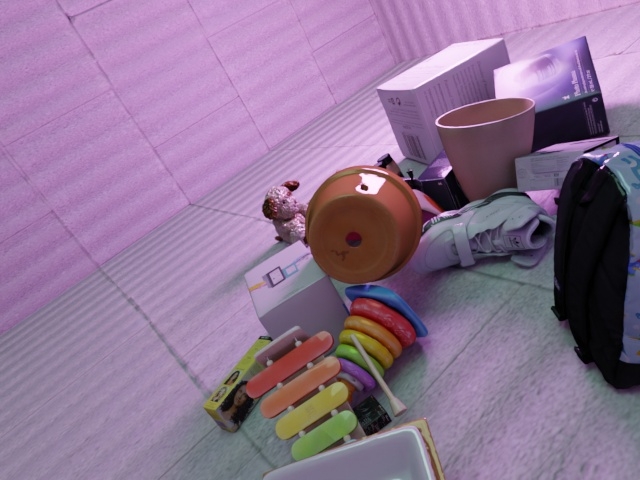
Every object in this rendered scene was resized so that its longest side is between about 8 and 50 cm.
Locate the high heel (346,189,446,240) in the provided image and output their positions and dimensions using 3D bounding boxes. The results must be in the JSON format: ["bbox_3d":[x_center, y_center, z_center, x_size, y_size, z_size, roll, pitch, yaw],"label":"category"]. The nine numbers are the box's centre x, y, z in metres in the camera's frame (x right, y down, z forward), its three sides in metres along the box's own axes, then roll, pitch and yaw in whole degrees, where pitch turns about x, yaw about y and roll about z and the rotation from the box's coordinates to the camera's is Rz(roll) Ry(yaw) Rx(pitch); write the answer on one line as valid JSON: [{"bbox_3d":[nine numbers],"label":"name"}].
[{"bbox_3d":[0.220,-0.053,1.346,0.181,0.377,0.127,-53,44,24],"label":"high heel"}]

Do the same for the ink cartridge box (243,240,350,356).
[{"bbox_3d":[-0.058,0.164,1.273,0.197,0.198,0.270,-32,24,-5],"label":"ink cartridge box"}]

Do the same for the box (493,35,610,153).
[{"bbox_3d":[0.736,-0.457,1.550,0.294,0.183,0.296,-15,48,31],"label":"box"}]

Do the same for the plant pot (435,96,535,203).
[{"bbox_3d":[0.474,-0.226,1.334,0.256,0.274,0.256,-14,23,6],"label":"plant pot"}]

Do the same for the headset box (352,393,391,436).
[{"bbox_3d":[0.089,0.356,0.949,0.083,0.032,0.062,-32,25,-10],"label":"headset box"}]

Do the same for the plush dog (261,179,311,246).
[{"bbox_3d":[-0.131,-0.107,1.829,0.210,0.225,0.262,-12,30,31],"label":"plush dog"}]

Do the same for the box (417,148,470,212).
[{"bbox_3d":[0.411,-0.183,1.492,0.108,0.153,0.207,1,38,48],"label":"box"}]

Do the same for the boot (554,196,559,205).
[{"bbox_3d":[0.710,-0.106,1.116,0.263,0.091,0.229,-15,22,16],"label":"boot"}]

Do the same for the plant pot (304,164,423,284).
[{"bbox_3d":[0.092,-0.023,1.109,0.290,0.291,0.203,-22,8,15],"label":"plant pot"}]

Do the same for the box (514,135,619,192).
[{"bbox_3d":[0.646,-0.201,1.240,0.290,0.087,0.169,-20,13,-41],"label":"box"}]

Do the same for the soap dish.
[{"bbox_3d":[0.059,0.421,0.698,0.290,0.118,0.229,-24,44,11],"label":"soap dish"}]

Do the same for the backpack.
[{"bbox_3d":[0.510,0.009,0.785,0.273,0.356,0.290,-20,25,17],"label":"backpack"}]

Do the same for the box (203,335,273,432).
[{"bbox_3d":[-0.179,0.349,1.183,0.058,0.087,0.232,-7,34,43],"label":"box"}]

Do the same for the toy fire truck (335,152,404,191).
[{"bbox_3d":[0.165,-0.227,1.866,0.246,0.158,0.217,-20,24,46],"label":"toy fire truck"}]

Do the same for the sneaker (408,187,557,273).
[{"bbox_3d":[0.402,-0.005,1.179,0.365,0.137,0.210,-27,22,-3],"label":"sneaker"}]

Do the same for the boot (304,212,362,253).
[{"bbox_3d":[0.000,0.000,1.492,0.338,0.223,0.118,-18,27,21],"label":"boot"}]

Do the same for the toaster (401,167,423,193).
[{"bbox_3d":[0.230,-0.109,1.467,0.129,0.227,0.146,-15,17,-26],"label":"toaster"}]

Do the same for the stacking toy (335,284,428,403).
[{"bbox_3d":[0.085,0.259,1.028,0.175,0.166,0.302,1,50,49],"label":"stacking toy"}]

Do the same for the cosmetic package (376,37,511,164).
[{"bbox_3d":[0.499,-0.535,1.865,0.393,0.327,0.329,-31,25,-7],"label":"cosmetic package"}]

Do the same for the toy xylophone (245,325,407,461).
[{"bbox_3d":[0.011,0.305,0.915,0.236,0.081,0.323,-41,58,0],"label":"toy xylophone"}]
